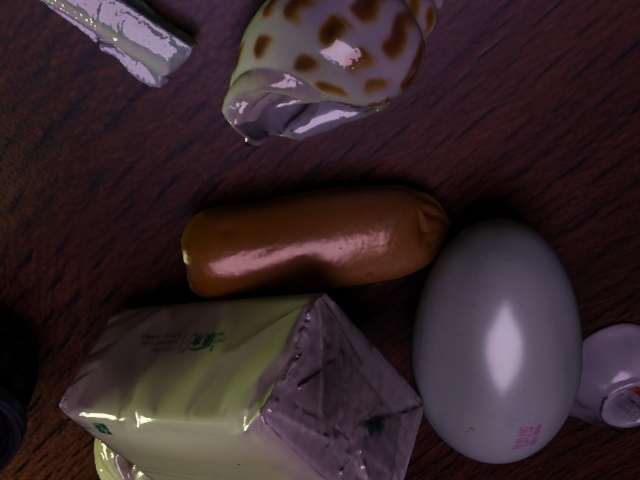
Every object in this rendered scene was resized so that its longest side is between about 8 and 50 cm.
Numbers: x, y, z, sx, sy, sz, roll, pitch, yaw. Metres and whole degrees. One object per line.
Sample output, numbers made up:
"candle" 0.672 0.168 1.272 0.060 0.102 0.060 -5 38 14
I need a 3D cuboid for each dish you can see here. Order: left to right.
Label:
"dish" 0.487 0.239 1.137 0.229 0.081 0.230 -1 124 -2

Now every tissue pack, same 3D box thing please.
"tissue pack" -0.101 0.221 0.945 0.380 0.207 0.297 -10 135 38

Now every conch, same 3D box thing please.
"conch" 0.021 -0.209 0.771 0.274 0.183 0.149 -11 83 -3

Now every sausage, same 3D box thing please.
"sausage" 0.000 0.001 0.934 0.353 0.116 0.134 -9 98 2

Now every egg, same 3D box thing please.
"egg" 0.236 0.141 0.970 0.229 0.230 0.371 -6 120 2

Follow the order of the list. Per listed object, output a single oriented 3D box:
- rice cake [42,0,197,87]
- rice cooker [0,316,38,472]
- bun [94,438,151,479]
"rice cake" -0.276 -0.267 0.775 0.290 0.051 0.081 29 110 -18
"rice cooker" -0.534 0.220 0.998 0.267 0.224 0.267 -1 123 -2
"bun" -0.264 0.361 1.163 0.230 0.133 0.231 -1 123 -2
